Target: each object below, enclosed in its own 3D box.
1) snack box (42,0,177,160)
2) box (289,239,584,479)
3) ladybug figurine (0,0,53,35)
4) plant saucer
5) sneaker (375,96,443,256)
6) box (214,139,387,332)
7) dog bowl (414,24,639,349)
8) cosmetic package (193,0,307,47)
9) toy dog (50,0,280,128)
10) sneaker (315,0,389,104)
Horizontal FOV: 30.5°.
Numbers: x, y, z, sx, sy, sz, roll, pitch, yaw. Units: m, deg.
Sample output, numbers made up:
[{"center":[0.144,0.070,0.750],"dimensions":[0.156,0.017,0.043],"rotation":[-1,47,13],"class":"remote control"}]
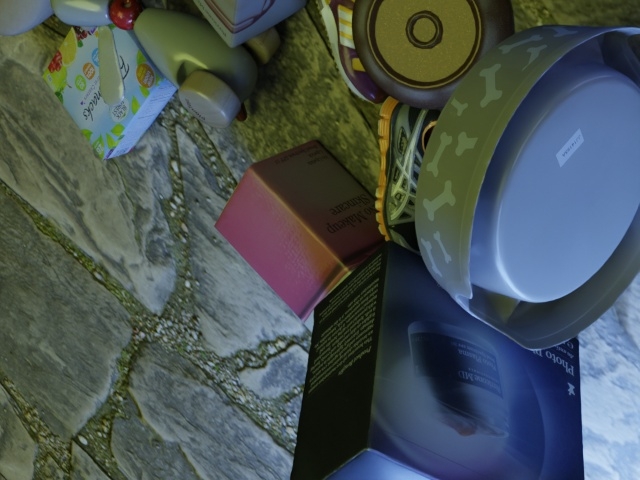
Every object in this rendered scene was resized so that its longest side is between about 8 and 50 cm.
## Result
[{"center":[-0.310,-0.251,1.764],"dimensions":[0.174,0.070,0.207],"rotation":[54,133,9],"class":"snack box"},{"center":[0.141,0.208,1.355],"dimensions":[0.296,0.294,0.183],"rotation":[27,135,-19],"class":"box"},{"center":[-0.441,-0.525,1.693],"dimensions":[0.305,0.162,0.449],"rotation":[23,122,31],"class":"ladybug figurine"},{"center":[0.126,-0.250,1.384],"dimensions":[0.199,0.036,0.198],"rotation":[6,108,19],"class":"plant saucer"},{"center":[0.122,-0.076,1.473],"dimensions":[0.083,0.084,0.215],"rotation":[8,112,32],"class":"sneaker"},{"center":[0.000,0.000,1.558],"dimensions":[0.232,0.149,0.127],"rotation":[46,130,15],"class":"box"},{"center":[0.239,-0.063,1.217],"dimensions":[0.102,0.349,0.348],"rotation":[29,125,42],"class":"dog bowl"},{"center":[-0.089,-0.377,1.396],"dimensions":[0.153,0.129,0.296],"rotation":[52,164,11],"class":"cosmetic package"},{"center":[-0.204,-0.258,1.616],"dimensions":[0.333,0.220,0.161],"rotation":[46,162,24],"class":"toy dog"},{"center":[0.057,-0.261,1.456],"dimensions":[0.084,0.069,0.185],"rotation":[-19,97,44],"class":"sneaker"}]
